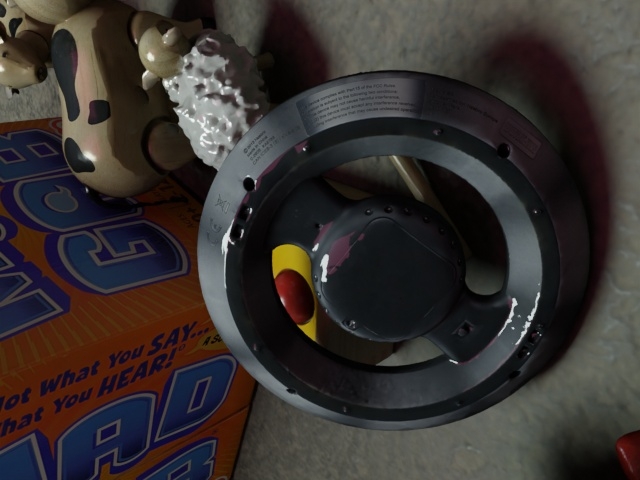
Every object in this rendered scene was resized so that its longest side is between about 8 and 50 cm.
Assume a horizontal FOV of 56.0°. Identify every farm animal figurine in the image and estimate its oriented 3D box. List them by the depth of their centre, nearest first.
[{"bbox_3d":[-0.204,-0.180,0.532,0.330,0.172,0.327,-18,90,48],"label":"farm animal figurine"}]

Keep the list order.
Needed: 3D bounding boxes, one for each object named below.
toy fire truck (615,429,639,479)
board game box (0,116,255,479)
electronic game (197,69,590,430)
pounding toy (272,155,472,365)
[{"bbox_3d":[0.123,0.213,0.228,0.169,0.302,0.254,-22,64,14],"label":"toy fire truck"},{"bbox_3d":[-0.314,0.123,0.612,0.356,0.356,0.357,38,128,31],"label":"board game box"},{"bbox_3d":[0.040,0.017,0.359,0.229,0.048,0.229,2,112,5],"label":"electronic game"},{"bbox_3d":[0.007,-0.002,0.431,0.181,0.094,0.206,24,120,39],"label":"pounding toy"}]
